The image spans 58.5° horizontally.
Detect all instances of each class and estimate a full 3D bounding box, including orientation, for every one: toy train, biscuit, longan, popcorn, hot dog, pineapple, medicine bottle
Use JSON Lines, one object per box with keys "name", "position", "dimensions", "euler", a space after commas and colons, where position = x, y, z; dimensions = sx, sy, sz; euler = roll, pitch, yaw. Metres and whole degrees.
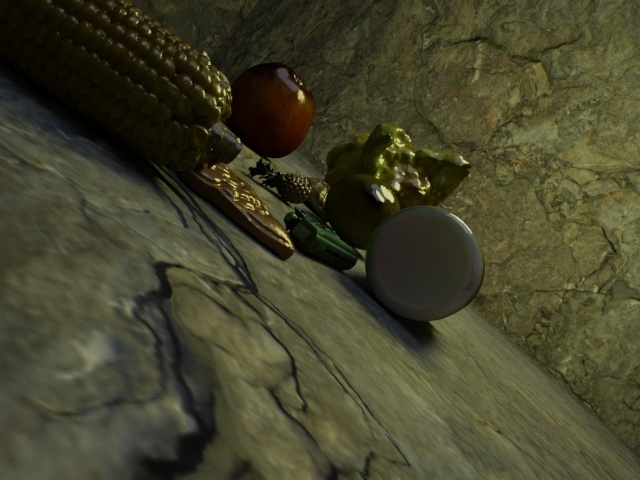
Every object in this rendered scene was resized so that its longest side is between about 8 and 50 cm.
{"name": "toy train", "position": [0.000, 0.000, 0.795], "dimensions": [0.071, 0.038, 0.148], "euler": [48, 10, 30]}
{"name": "biscuit", "position": [-0.118, -0.068, 0.656], "dimensions": [0.250, 0.035, 0.162], "euler": [44, 13, 15]}
{"name": "longan", "position": [0.080, -0.053, 1.146], "dimensions": [0.176, 0.145, 0.155], "euler": [141, -61, -61]}
{"name": "popcorn", "position": [0.155, -0.158, 1.393], "dimensions": [0.290, 0.321, 0.326], "euler": [47, -8, 41]}
{"name": "hot dog", "position": [-0.008, -0.103, 1.245], "dimensions": [0.169, 0.061, 0.078], "euler": [47, 8, 38]}
{"name": "pineapple", "position": [-0.075, -0.107, 0.997], "dimensions": [0.124, 0.058, 0.058], "euler": [28, 13, -37]}
{"name": "medicine bottle", "position": [0.181, 0.043, 0.933], "dimensions": [0.170, 0.170, 0.293], "euler": [42, 7, 16]}

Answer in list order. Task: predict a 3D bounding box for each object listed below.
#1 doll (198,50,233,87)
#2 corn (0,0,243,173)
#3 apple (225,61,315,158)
{"name": "doll", "position": [-0.246, -0.420, 1.599], "dimensions": [0.271, 0.144, 0.208], "euler": [42, 16, -23]}
{"name": "corn", "position": [-0.207, -0.171, 0.505], "dimensions": [0.322, 0.119, 0.119], "euler": [32, 10, -19]}
{"name": "apple", "position": [-0.122, -0.328, 1.423], "dimensions": [0.230, 0.230, 0.230], "euler": [39, 8, -6]}
